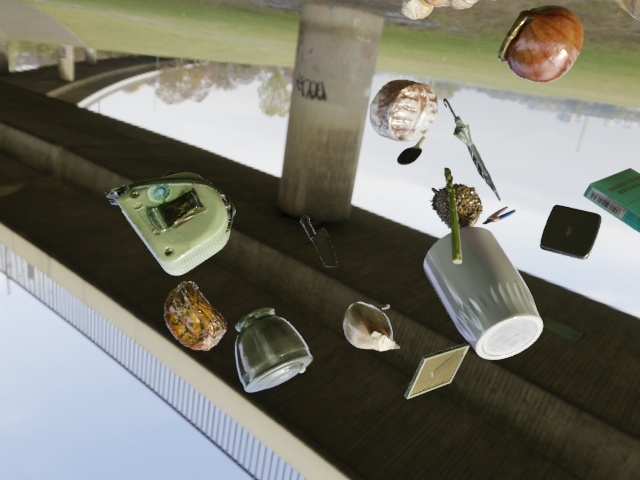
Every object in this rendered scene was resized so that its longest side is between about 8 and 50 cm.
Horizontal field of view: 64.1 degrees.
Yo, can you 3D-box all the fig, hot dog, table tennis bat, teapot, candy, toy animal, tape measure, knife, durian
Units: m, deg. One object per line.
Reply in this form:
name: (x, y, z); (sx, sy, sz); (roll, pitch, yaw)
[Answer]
fig: (0.557, -0.504, 1.301); (0.205, 0.205, 0.205); (8, -161, -3)
hot dog: (-0.447, 0.254, 1.756); (0.259, 0.175, 0.114); (44, -160, 21)
table tennis bat: (0.340, -0.330, 1.875); (0.087, 0.013, 0.156); (16, -123, 46)
teapot: (-0.145, 0.343, 1.699); (0.321, 0.239, 0.239); (-1, -123, -47)
candy: (0.306, -0.463, 1.831); (0.289, 0.214, 0.157); (-15, -149, -42)
toy animal: (0.280, -0.542, 1.144); (0.184, 0.104, 0.185); (13, 170, -24)
tape measure: (-0.311, -0.067, 1.107); (0.207, 0.115, 0.235); (-36, -107, -16)
knife: (0.000, 0.000, 1.493); (0.028, 0.060, 0.230); (29, -156, -44)
durian: (0.455, -0.120, 1.741); (0.196, 0.196, 0.167); (26, -112, 40)

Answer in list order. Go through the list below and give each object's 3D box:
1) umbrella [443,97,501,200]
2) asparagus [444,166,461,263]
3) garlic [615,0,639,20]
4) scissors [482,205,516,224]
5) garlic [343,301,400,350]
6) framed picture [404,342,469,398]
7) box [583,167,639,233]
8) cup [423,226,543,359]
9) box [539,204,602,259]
umbrella: (0.344, -0.204, 1.158); (0.044, 0.269, 0.044); (-30, -177, 2)
asparagus: (0.308, -0.063, 1.189); (0.024, 0.248, 0.025); (-2, 156, 7)
garlic: (0.771, -0.543, 1.066); (0.196, 0.151, 0.338); (31, 170, -34)
scissors: (0.501, -0.068, 1.442); (0.113, 0.012, 0.039); (-26, -145, -21)
garlic: (0.143, 0.240, 1.563); (0.148, 0.128, 0.266); (40, -155, -14)
framed picture: (0.336, 0.372, 1.465); (0.203, 0.150, 0.015); (-5, -146, -39)
box: (0.687, -0.060, 1.050); (0.162, 0.041, 0.229); (-19, -131, -29)
cup: (0.495, 0.155, 1.565); (0.253, 0.253, 0.371); (2, -139, -19)
box: (0.643, -0.021, 1.313); (0.125, 0.126, 0.027); (20, 180, 35)
